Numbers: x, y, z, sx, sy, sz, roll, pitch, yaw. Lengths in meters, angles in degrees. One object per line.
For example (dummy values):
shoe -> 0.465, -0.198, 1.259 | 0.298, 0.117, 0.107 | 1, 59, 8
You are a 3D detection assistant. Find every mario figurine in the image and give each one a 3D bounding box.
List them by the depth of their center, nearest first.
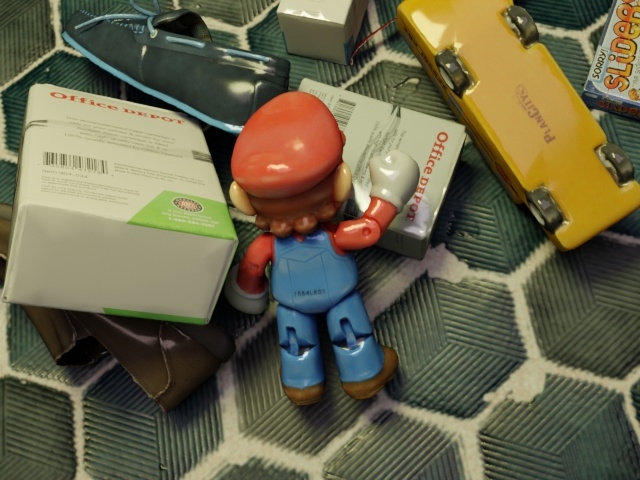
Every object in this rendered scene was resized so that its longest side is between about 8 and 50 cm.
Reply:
mario figurine -> 0.000, 0.000, 0.810 | 0.198, 0.170, 0.321 | -16, 106, -23

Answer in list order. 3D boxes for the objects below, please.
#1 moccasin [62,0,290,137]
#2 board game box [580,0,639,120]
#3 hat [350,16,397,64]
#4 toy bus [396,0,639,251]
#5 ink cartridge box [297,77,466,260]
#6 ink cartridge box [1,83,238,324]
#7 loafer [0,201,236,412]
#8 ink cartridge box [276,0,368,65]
moccasin -> -0.171, -0.228, 0.939 | 0.342, 0.137, 0.117 | 28, 98, 21
board game box -> 0.420, -0.243, 0.945 | 0.136, 0.035, 0.201 | 19, 73, 12
hat -> 0.144, -0.346, 1.020 | 0.208, 0.183, 0.173 | 3, 56, -36
toy bus -> 0.218, -0.150, 0.854 | 0.108, 0.130, 0.333 | -33, 86, 3
ink cartridge box -> 0.052, -0.084, 0.898 | 0.208, 0.087, 0.153 | 20, 74, 13
ink cartridge box -> -0.217, -0.046, 0.798 | 0.198, 0.115, 0.273 | 9, 29, -24
loafer -> -0.278, 0.074, 0.851 | 0.365, 0.134, 0.130 | 26, 74, 15
ink cartridge box -> 0.011, -0.322, 0.988 | 0.089, 0.092, 0.143 | 13, 71, 11
